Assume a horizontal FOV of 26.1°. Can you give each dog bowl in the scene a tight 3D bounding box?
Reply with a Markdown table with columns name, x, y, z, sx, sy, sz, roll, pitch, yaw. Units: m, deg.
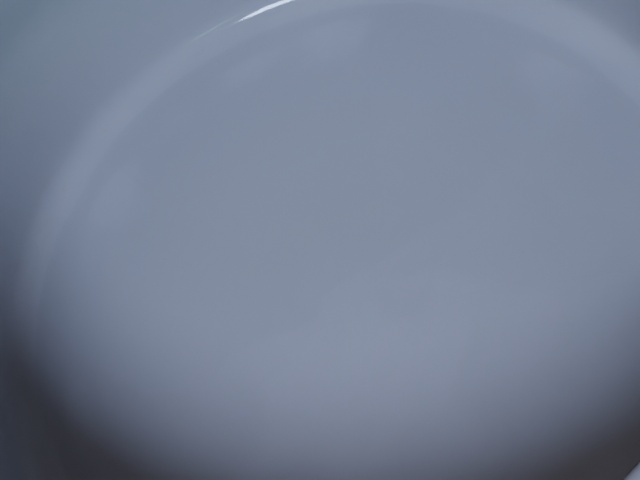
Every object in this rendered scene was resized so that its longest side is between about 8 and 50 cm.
| name | x | y | z | sx | sy | sz | roll | pitch | yaw |
| --- | --- | --- | --- | --- | --- | --- | --- | --- | --- |
| dog bowl | 0.000 | 0.000 | 0.402 | 0.265 | 0.265 | 0.104 | -25 | 151 | 5 |
